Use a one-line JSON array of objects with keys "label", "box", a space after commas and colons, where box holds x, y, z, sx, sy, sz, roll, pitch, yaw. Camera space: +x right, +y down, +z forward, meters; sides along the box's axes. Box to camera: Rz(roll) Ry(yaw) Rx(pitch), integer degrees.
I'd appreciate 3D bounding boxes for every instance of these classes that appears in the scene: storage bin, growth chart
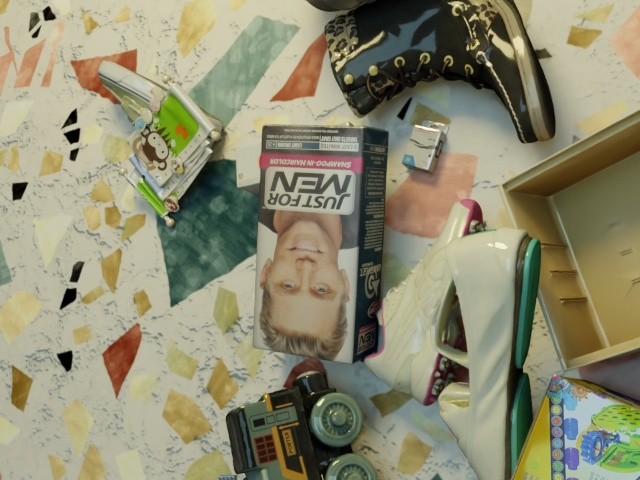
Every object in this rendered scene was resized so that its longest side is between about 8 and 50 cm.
[{"label": "storage bin", "box": [0.400, -0.003, 0.907, 0.260, 0.123, 0.262, -31, 65, 42]}, {"label": "growth chart", "box": [-0.278, -0.162, 1.306, 0.172, 0.021, 0.237, 41, 120, 9]}]

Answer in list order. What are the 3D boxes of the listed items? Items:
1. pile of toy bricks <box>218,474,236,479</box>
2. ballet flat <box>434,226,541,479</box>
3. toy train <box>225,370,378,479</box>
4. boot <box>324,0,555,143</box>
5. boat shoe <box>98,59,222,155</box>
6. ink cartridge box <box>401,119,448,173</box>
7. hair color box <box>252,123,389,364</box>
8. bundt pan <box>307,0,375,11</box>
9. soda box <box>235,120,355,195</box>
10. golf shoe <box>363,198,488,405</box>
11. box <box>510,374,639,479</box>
[{"label": "pile of toy bricks", "box": [-0.108, 0.403, 1.126, 0.212, 0.105, 0.118, -10, 76, 24]}, {"label": "ballet flat", "box": [0.217, 0.174, 0.956, 0.139, 0.139, 0.400, 5, 107, 26]}, {"label": "toy train", "box": [-0.019, 0.361, 1.039, 0.190, 0.142, 0.334, -10, 74, -15]}, {"label": "boot", "box": [0.173, -0.266, 1.105, 0.284, 0.138, 0.378, -24, 67, 19]}, {"label": "boat shoe", "box": [-0.318, -0.246, 1.359, 0.302, 0.109, 0.094, 32, 98, 25]}, {"label": "ink cartridge box", "box": [0.166, -0.152, 1.147, 0.048, 0.028, 0.083, 18, 87, 27]}, {"label": "hair color box", "box": [0.000, 0.000, 1.110, 0.173, 0.105, 0.347, 5, 96, 25]}, {"label": "bundt pan", "box": [0.088, -0.478, 1.134, 0.330, 0.124, 0.331, -28, 30, 18]}, {"label": "soda box", "box": [-0.034, -0.134, 1.219, 0.216, 0.069, 0.074, -10, 76, 23]}, {"label": "golf shoe", "box": [0.153, 0.079, 1.064, 0.140, 0.115, 0.306, 15, 85, 31]}, {"label": "box", "box": [0.381, 0.288, 0.810, 0.279, 0.290, 0.177, 21, 89, 27]}]
